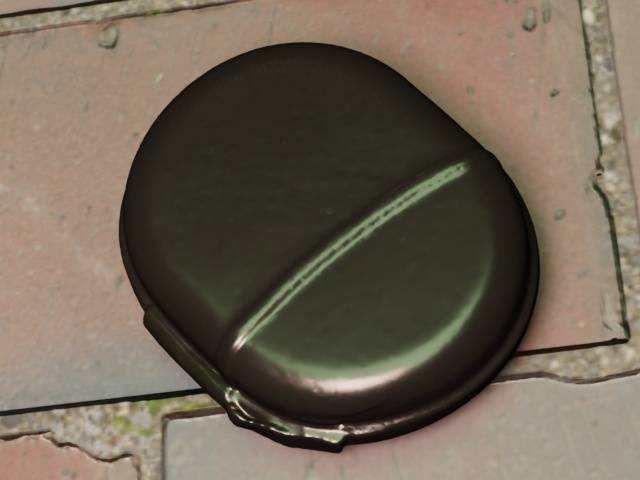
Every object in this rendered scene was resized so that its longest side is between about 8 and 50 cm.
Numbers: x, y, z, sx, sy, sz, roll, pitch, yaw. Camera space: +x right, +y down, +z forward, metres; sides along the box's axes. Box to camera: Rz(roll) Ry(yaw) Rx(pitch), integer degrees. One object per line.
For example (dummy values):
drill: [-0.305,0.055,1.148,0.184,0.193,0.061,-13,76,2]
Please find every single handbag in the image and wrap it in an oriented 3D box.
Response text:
handbag: [0.000,-0.001,1.271,0.254,0.093,0.308,-40,63,-11]
